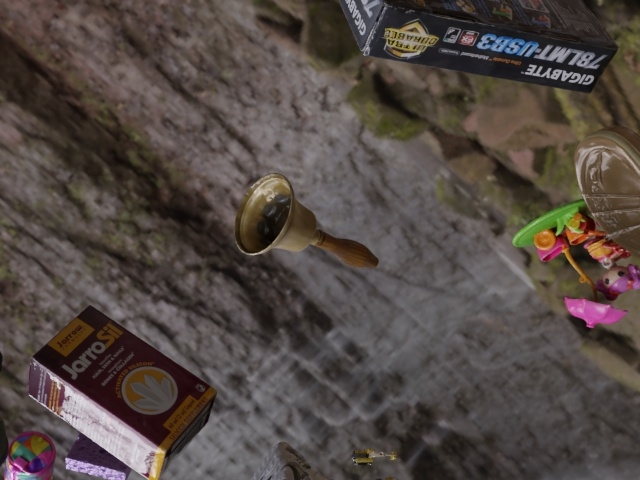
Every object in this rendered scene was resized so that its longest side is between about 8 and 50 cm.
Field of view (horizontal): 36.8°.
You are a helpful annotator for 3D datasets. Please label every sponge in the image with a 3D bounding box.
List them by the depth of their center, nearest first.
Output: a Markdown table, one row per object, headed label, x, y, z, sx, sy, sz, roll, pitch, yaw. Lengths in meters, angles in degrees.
| label | x | y | z | sx | sy | sz | roll | pitch | yaw |
| --- | --- | --- | --- | --- | --- | --- | --- | --- | --- |
| sponge | -0.385 | 0.357 | 1.817 | 0.117 | 0.031 | 0.210 | 11 | -145 | 7 |

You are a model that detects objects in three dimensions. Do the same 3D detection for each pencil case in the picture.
| label | x | y | z | sx | sy | sz | roll | pitch | yaw |
| --- | --- | --- | --- | --- | --- | --- | --- | --- | --- |
| pencil case | -0.593 | 0.482 | 1.954 | 0.104 | 0.104 | 0.236 | 43 | 139 | 19 |

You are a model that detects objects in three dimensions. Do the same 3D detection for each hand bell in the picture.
| label | x | y | z | sx | sy | sz | roll | pitch | yaw |
| --- | --- | --- | --- | --- | --- | --- | --- | --- | --- |
| hand bell | 0.000 | 0.000 | 1.462 | 0.242 | 0.126 | 0.126 | 25 | -168 | -39 |

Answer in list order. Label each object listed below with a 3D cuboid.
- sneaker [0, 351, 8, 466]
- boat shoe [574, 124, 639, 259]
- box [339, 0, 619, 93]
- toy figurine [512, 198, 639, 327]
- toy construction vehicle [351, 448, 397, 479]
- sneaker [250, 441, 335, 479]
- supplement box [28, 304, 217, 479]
| label | x | y | z | sx | sy | sz | roll | pitch | yaw |
| --- | --- | --- | --- | --- | --- | --- | --- | --- | --- |
| sneaker | -0.533 | 0.215 | 1.450 | 0.121 | 0.111 | 0.299 | -2 | 109 | 39 |
| boat shoe | 0.436 | -0.030 | 1.184 | 0.341 | 0.110 | 0.122 | 46 | 158 | -24 |
| box | 0.148 | -0.299 | 1.096 | 0.294 | 0.073 | 0.295 | 3 | -136 | -25 |
| toy figurine | 0.367 | 0.031 | 1.278 | 0.130 | 0.173 | 0.159 | 13 | -131 | -62 |
| toy construction vehicle | 0.088 | 0.410 | 1.696 | 0.035 | 0.098 | 0.085 | 105 | 166 | -61 |
| sneaker | -0.004 | 0.417 | 1.409 | 0.210 | 0.137 | 0.366 | 35 | 179 | -3 |
| supplement box | -0.228 | 0.174 | 1.106 | 0.188 | 0.104 | 0.080 | 32 | 137 | 10 |
